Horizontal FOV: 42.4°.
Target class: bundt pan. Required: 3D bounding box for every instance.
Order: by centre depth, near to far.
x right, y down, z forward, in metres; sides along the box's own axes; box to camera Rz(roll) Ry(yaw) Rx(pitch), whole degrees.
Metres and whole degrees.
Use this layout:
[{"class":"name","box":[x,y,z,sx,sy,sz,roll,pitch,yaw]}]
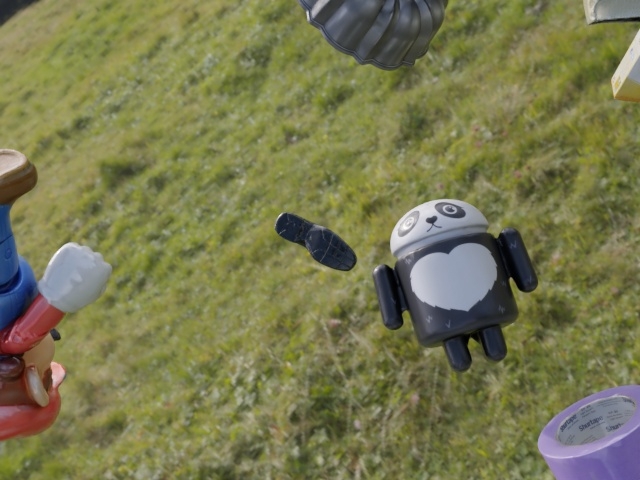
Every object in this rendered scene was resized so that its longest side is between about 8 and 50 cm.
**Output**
[{"class":"bundt pan","box":[0.115,-0.504,1.614,0.124,0.331,0.330,-41,20,50]}]

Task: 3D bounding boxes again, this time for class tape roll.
[{"class":"tape roll","box":[0.426,0.299,1.223,0.189,0.080,0.189,-31,5,3]}]

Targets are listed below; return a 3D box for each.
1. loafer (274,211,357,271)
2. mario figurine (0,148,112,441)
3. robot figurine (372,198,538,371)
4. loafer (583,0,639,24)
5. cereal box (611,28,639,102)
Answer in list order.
[{"class":"loafer","box":[0.000,0.000,1.490,0.170,0.061,0.062,35,102,20]},{"class":"mario figurine","box":[-0.307,0.051,0.801,0.170,0.320,0.198,-17,37,-28]},{"class":"robot figurine","box":[0.215,0.070,1.330,0.173,0.209,0.278,-34,67,54]},{"class":"loafer","box":[0.432,-0.267,0.959,0.269,0.092,0.102,18,15,16]},{"class":"cereal box","box":[0.530,-0.278,1.135,0.173,0.240,0.047,7,58,-2]}]
